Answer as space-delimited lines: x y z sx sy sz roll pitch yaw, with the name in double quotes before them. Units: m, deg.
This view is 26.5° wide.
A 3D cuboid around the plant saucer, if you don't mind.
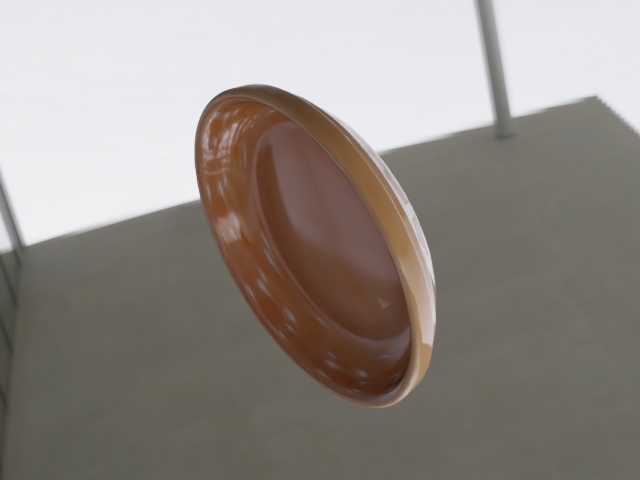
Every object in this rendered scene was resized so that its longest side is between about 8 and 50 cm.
"plant saucer" 0.000 0.000 0.772 0.037 0.200 0.200 -31 -150 -28
